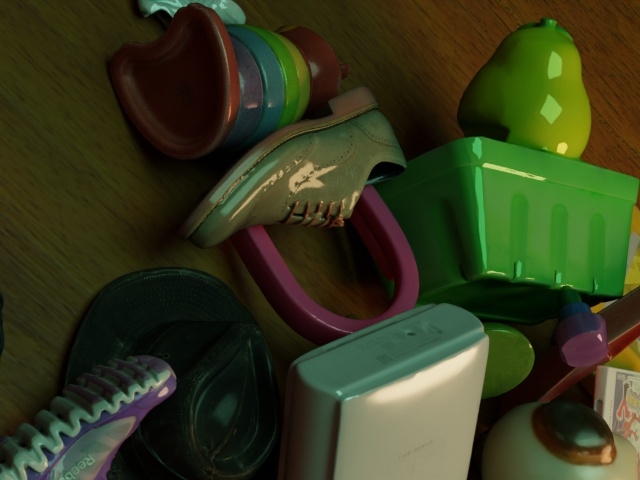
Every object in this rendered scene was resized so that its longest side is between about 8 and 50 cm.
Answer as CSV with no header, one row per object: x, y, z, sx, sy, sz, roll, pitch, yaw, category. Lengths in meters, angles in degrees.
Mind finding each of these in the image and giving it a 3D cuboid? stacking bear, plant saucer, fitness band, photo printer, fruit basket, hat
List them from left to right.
-0.125,0.171,1.583,0.331,0.134,0.331,17,63,-37,hat
-0.082,-0.193,1.757,0.289,0.175,0.164,-17,84,-53,stacking bear
0.000,0.000,1.763,0.209,0.054,0.291,-20,69,-39,fitness band
0.066,0.246,1.656,0.256,0.107,0.308,-19,127,-39,photo printer
0.241,-0.094,1.925,0.392,0.283,0.392,19,61,-38,fruit basket
0.370,0.140,1.963,0.258,0.259,0.048,-27,73,-34,plant saucer

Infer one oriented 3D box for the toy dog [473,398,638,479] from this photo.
0.302,0.407,1.836,0.395,0.284,0.408,7,67,-14,toy dog

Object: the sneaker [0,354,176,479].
-0.240,0.210,1.459,0.236,0.095,0.104,-36,113,-16,sneaker

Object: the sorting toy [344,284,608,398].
0.167,0.117,1.799,0.126,0.365,0.127,-100,178,-46,sorting toy

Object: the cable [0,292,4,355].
-0.378,0.101,1.429,0.184,0.047,0.151,-26,93,-46,cable

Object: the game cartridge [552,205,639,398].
0.497,0.138,2.244,0.285,0.052,0.324,46,48,-20,game cartridge

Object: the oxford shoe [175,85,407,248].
-0.020,-0.065,1.689,0.348,0.123,0.130,-35,86,-38,oxford shoe

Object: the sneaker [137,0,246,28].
-0.162,-0.282,1.787,0.152,0.053,0.061,16,73,-32,sneaker

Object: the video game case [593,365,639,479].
0.437,0.277,2.068,0.201,0.023,0.183,14,80,-54,video game case
